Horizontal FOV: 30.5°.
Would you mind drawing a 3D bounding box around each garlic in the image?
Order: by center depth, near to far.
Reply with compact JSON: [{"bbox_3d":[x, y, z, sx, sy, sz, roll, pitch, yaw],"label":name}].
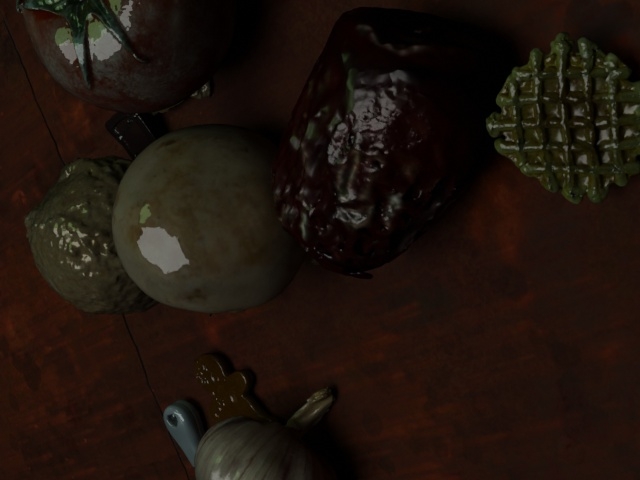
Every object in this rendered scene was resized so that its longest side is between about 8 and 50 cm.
[{"bbox_3d":[-0.060,0.330,1.828,0.245,0.245,0.253,31,91,35],"label":"garlic"}]

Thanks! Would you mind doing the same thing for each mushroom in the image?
[{"bbox_3d":[-0.160,-0.016,1.739,0.297,0.297,0.290,51,162,20],"label":"mushroom"}]

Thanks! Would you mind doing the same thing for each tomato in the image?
[{"bbox_3d":[-0.273,-0.344,1.686,0.317,0.282,0.316,0,89,30],"label":"tomato"}]

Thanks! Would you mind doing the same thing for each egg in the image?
[{"bbox_3d":[-0.339,-0.007,1.895,0.310,0.279,0.279,164,86,-80],"label":"egg"}]

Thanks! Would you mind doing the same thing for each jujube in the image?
[{"bbox_3d":[0.071,-0.124,1.468,0.258,0.258,0.376,50,128,21],"label":"jujube"}]

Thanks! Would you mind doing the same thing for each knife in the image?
[{"bbox_3d":[-0.183,0.435,2.102,0.080,0.044,0.331,-28,90,41],"label":"knife"}]

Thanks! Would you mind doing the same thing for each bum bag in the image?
[{"bbox_3d":[-0.291,-0.155,1.969,0.159,0.026,0.109,55,143,-7],"label":"bum bag"}]

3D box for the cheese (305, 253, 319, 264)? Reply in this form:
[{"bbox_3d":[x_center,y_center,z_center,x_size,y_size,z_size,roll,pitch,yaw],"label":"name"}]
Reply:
[{"bbox_3d":[0.000,0.000,1.735,0.044,0.030,0.083,46,128,33],"label":"cheese"}]

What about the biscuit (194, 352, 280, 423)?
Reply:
[{"bbox_3d":[-0.144,0.273,1.994,0.205,0.031,0.138,48,130,20],"label":"biscuit"}]

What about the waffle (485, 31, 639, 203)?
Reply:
[{"bbox_3d":[0.287,-0.134,1.317,0.183,0.036,0.169,36,115,0],"label":"waffle"}]

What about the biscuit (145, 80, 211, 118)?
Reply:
[{"bbox_3d":[-0.244,-0.266,1.890,0.176,0.031,0.228,47,134,25],"label":"biscuit"}]
